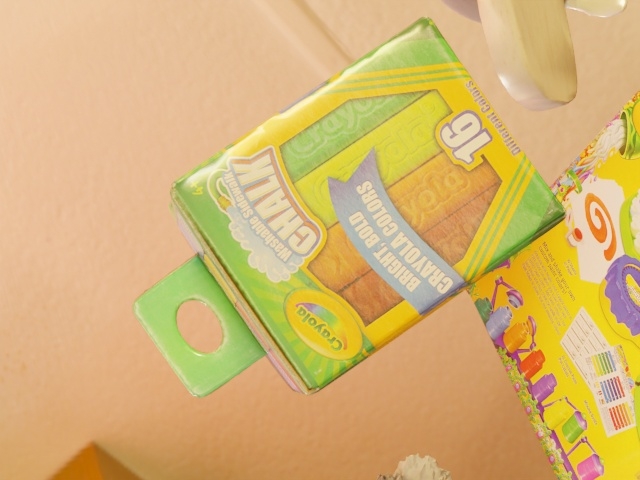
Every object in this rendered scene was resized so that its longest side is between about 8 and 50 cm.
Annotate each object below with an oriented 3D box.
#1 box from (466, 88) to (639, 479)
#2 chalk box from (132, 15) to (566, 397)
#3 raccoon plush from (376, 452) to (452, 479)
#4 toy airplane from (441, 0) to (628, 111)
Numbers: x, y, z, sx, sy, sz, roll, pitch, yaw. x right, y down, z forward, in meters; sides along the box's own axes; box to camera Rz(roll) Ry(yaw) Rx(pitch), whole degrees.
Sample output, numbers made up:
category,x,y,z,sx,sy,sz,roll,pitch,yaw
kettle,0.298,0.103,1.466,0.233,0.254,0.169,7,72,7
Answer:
category,x,y,z,sx,sy,sz,roll,pitch,yaw
box,0.307,0.068,1.021,0.177,0.290,0.279,2,-38,-35
chalk box,0.000,0.000,0.693,0.213,0.132,0.132,-35,-92,-8
raccoon plush,-0.004,0.371,1.164,0.446,0.299,0.216,-36,-55,-13
toy airplane,0.095,-0.328,0.809,0.384,0.272,0.386,37,-110,-20
